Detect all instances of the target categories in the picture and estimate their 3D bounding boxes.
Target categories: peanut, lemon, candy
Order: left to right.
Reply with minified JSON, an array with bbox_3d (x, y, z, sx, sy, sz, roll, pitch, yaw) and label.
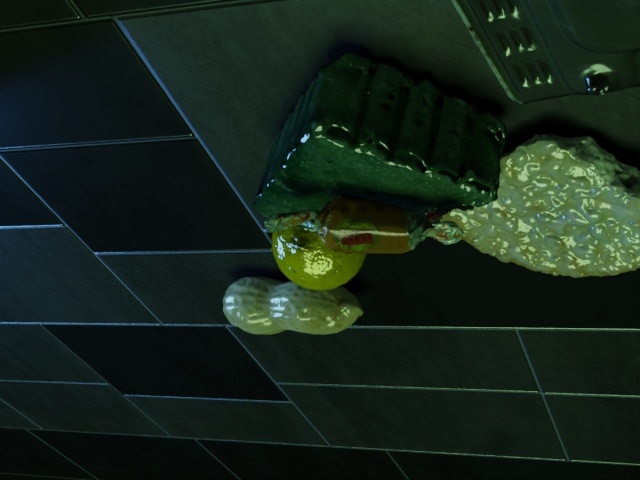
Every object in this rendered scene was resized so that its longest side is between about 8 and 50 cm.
[{"bbox_3d":[-0.036,0.085,1.325,0.187,0.082,0.082,-2,147,21],"label":"peanut"},{"bbox_3d":[0.000,0.000,1.130,0.109,0.109,0.133,8,-167,8],"label":"lemon"},{"bbox_3d":[0.041,-0.015,0.948,0.182,0.046,0.053,4,149,3],"label":"candy"}]

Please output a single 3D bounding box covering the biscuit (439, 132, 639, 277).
[{"bbox_3d":[0.239,-0.035,1.015,0.266,0.040,0.188,3,135,28],"label":"biscuit"}]

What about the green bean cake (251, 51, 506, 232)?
[{"bbox_3d":[0.052,-0.072,0.995,0.193,0.107,0.208,18,151,-15],"label":"green bean cake"}]

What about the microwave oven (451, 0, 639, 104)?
[{"bbox_3d":[0.235,-0.235,0.539,0.355,0.218,0.286,-7,144,30],"label":"microwave oven"}]

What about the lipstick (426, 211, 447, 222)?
[{"bbox_3d":[0.109,-0.028,1.083,0.027,0.027,0.176,20,164,-13],"label":"lipstick"}]
